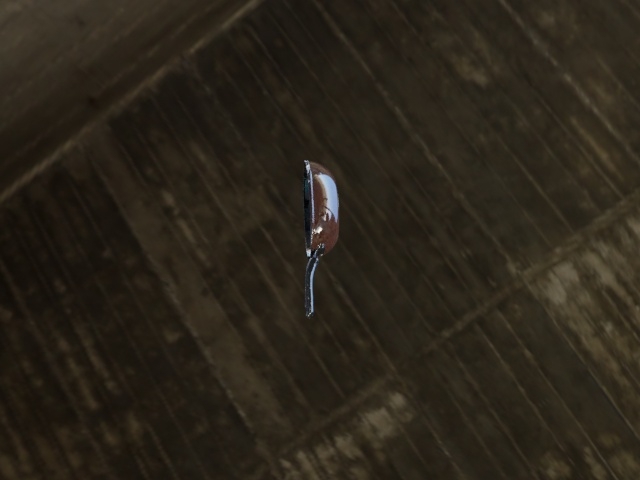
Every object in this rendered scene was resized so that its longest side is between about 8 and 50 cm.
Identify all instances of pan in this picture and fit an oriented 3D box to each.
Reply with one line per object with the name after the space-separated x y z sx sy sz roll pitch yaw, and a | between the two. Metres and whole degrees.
0.001 0.000 0.808 0.023 0.068 0.115 1 -120 -3 | pan
